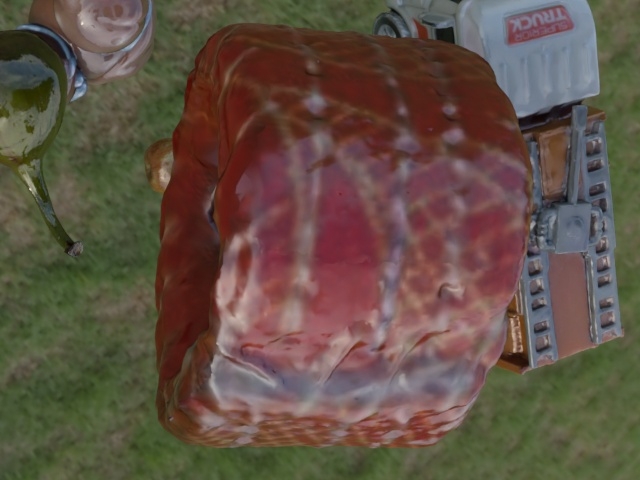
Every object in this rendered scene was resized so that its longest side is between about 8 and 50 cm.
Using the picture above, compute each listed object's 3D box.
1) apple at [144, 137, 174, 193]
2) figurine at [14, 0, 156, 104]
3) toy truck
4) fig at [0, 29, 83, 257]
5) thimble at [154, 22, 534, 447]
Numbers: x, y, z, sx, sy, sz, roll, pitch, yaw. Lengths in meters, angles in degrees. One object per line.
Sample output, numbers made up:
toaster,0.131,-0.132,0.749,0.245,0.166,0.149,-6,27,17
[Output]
apple,-0.206,-0.104,1.708,0.071,0.084,0.084,-9,132,-21
figurine,-0.362,-0.382,1.772,0.277,0.388,0.248,-38,155,31
toy truck,0.186,-0.073,1.214,0.173,0.207,0.387,-17,110,-22
fig,-0.290,-0.093,1.226,0.124,0.124,0.236,-28,109,-24
thimble,0.000,0.000,0.957,0.231,0.350,0.350,5,125,-13
